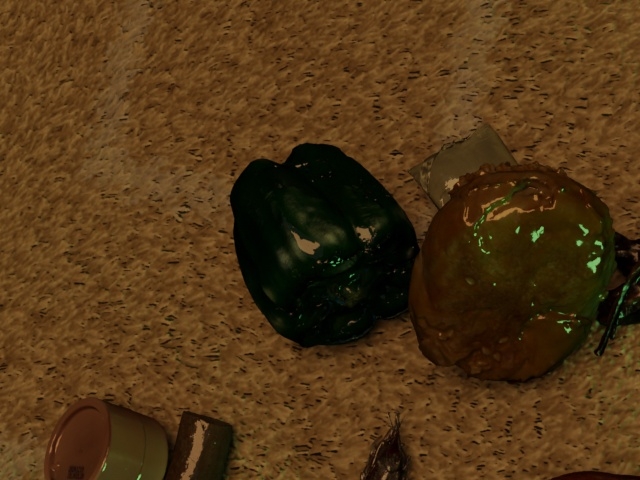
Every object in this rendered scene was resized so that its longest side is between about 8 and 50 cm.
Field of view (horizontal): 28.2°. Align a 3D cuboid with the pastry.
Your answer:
[{"bbox_3d":[0.242,0.032,1.616,0.255,0.310,0.162,13,32,-10],"label":"pastry"}]

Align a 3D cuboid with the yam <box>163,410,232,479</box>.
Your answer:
[{"bbox_3d":[-0.171,0.305,1.759,0.084,0.084,0.127,12,80,21],"label":"yam"}]

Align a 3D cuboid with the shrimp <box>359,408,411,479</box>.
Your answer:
[{"bbox_3d":[0.086,0.305,1.689,0.057,0.065,0.165,20,72,-10],"label":"shrimp"}]

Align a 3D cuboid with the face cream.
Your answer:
[{"bbox_3d":[-0.296,0.301,1.755,0.149,0.104,0.149,-25,52,36],"label":"face cream"}]

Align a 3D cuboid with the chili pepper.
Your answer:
[{"bbox_3d":[0.000,0.000,1.727,0.233,0.248,0.256,-22,59,-20],"label":"chili pepper"}]

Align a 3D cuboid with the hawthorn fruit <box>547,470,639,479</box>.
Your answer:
[{"bbox_3d":[0.345,0.394,1.466,0.311,0.295,0.295,-17,64,-26],"label":"hawthorn fruit"}]

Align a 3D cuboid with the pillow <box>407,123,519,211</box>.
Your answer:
[{"bbox_3d":[0.225,-0.058,1.750,0.134,0.078,0.181,-34,68,5],"label":"pillow"}]

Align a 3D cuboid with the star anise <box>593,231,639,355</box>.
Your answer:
[{"bbox_3d":[0.449,0.042,1.624,0.190,0.126,0.220,2,71,14],"label":"star anise"}]
